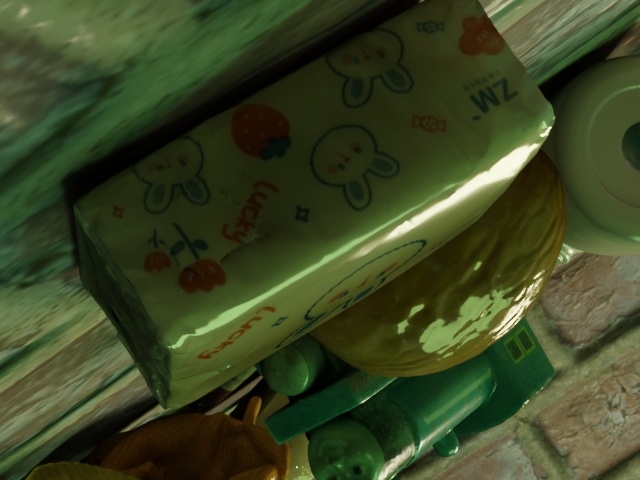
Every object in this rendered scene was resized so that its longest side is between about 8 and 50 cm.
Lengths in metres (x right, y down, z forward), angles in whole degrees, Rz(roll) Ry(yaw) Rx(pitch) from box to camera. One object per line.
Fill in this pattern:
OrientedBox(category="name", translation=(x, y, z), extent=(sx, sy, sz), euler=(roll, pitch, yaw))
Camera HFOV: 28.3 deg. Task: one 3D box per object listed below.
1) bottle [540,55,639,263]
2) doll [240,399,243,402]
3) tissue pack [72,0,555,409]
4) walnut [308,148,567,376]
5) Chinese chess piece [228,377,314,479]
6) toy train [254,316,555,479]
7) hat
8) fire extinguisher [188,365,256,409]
OrientedBox(category="bottle", translation=(0.222, -0.053, 1.047), extent=(0.147, 0.147, 0.236), euler=(-32, 178, -12))
OrientedBox(category="doll", translation=(-0.072, 0.229, 1.703), extent=(0.127, 0.073, 0.084), euler=(-37, -158, 7))
OrientedBox(category="tissue pack", translation=(-0.006, -0.015, 0.575), extent=(0.196, 0.092, 0.148), euler=(-32, 170, -15))
OrientedBox(category="walnut", translation=(0.060, -0.001, 0.730), extent=(0.180, 0.144, 0.144), euler=(-43, 173, -11))
OrientedBox(category="Chinese chess piece", translation=(-0.058, 0.235, 1.464), extent=(0.251, 0.097, 0.251), euler=(-49, -177, 4))
OrientedBox(category="toy train", translation=(0.067, 0.094, 1.017), extent=(0.120, 0.194, 0.298), euler=(-31, 177, 35))
OrientedBox(category="hat", translation=(-0.119, 0.224, 1.218), extent=(0.233, 0.244, 0.233), euler=(-55, 169, -46))
OrientedBox(category="fire extinguisher", translation=(-0.082, 0.115, 1.173), extent=(0.173, 0.035, 0.049), euler=(-44, 171, 32))
